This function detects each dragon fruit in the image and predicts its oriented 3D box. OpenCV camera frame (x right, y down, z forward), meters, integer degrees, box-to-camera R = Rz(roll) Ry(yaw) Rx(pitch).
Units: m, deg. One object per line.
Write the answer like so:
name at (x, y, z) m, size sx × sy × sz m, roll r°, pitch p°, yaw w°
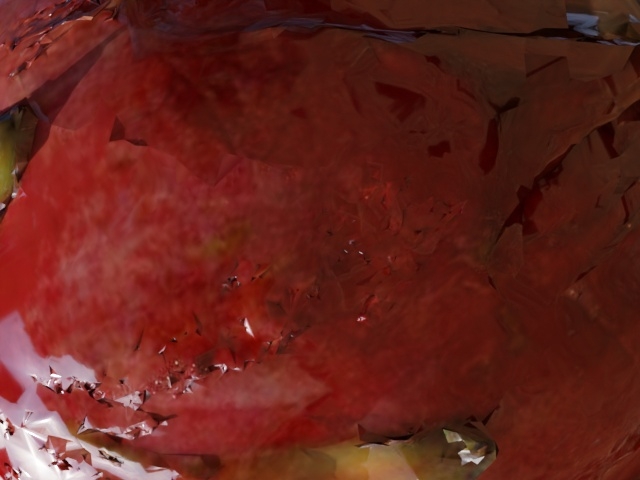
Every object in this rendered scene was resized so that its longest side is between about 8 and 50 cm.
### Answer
dragon fruit at (0.000, 0.000, 0.528) m, size 0.295 × 0.301 × 0.296 m, roll 49°, pitch -157°, yaw -29°
